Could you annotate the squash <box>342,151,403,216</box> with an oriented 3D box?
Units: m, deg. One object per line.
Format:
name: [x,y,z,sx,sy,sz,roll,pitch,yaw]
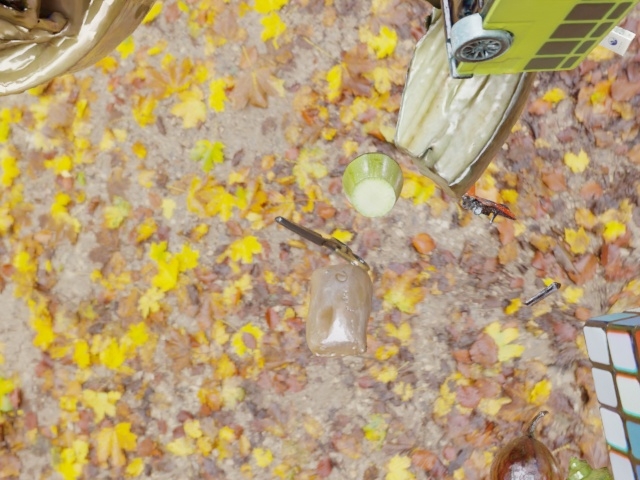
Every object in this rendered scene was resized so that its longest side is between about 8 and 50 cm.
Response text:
squash: [0.139,-0.138,1.703,0.170,0.123,0.170,3,118,5]

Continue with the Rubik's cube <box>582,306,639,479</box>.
Rubik's cube: [0.329,0.128,0.510,0.154,0.151,0.155,-11,89,-7]

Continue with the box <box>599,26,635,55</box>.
box: [0.677,-0.470,1.481,0.083,0.054,0.024,35,69,18]

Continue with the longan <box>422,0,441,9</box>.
longan: [0.177,-0.416,0.691,0.319,0.319,0.318,-3,82,24]

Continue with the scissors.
scissors: [0.000,0.000,0.952,0.017,0.220,0.088,-51,54,9]

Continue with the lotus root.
lotus root: [0.211,-0.216,0.883,0.210,0.142,0.314,27,97,40]

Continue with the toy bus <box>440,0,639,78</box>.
toy bus: [0.178,-0.231,0.460,0.150,0.262,0.128,-3,78,-5]

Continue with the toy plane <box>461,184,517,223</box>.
toy plane: [0.372,-0.077,1.445,0.061,0.189,0.130,-55,25,6]

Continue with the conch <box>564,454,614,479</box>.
conch: [0.289,0.285,0.668,0.074,0.089,0.121,-30,68,30]

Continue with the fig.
fig: [0.431,0.481,1.344,0.148,0.149,0.202,-4,95,3]

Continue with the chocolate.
chocolate: [0.015,0.061,0.604,0.065,0.031,0.100,-2,50,15]

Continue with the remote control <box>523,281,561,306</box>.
remote control: [0.530,0.130,1.521,0.096,0.039,0.014,-42,55,31]

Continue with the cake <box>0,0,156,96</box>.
cake: [-0.284,-0.258,0.452,0.333,0.321,0.332,0,108,0]
